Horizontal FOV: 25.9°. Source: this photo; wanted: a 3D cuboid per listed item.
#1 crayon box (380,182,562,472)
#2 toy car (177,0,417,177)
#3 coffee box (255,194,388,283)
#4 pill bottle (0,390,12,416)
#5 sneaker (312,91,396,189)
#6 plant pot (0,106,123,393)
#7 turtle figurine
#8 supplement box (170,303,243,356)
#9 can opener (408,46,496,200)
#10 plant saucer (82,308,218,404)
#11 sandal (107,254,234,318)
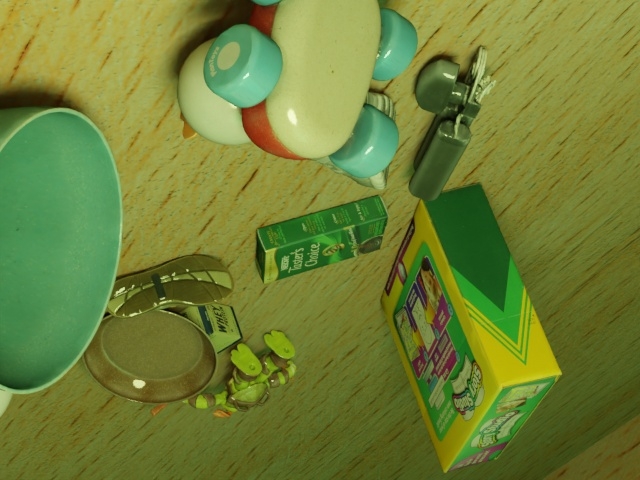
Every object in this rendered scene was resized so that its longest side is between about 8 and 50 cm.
[{"bbox_3d":[0.215,0.141,2.106,0.106,0.313,0.363,-14,156,-15],"label":"crayon box"},{"bbox_3d":[-0.065,-0.178,1.423,0.238,0.210,0.219,-3,158,42],"label":"toy car"},{"bbox_3d":[0.000,0.000,1.966,0.184,0.040,0.113,-16,156,-13],"label":"coffee box"},{"bbox_3d":[-0.519,0.169,1.669,0.408,0.229,0.229,-32,154,24],"label":"pill bottle"},{"bbox_3d":[0.016,-0.137,1.661,0.115,0.105,0.281,4,165,19],"label":"sneaker"},{"bbox_3d":[-0.361,-0.002,1.433,0.195,0.290,0.290,9,166,22],"label":"plant pot"},{"bbox_3d":[-0.136,0.241,2.310,0.269,0.087,0.217,-9,153,-26],"label":"turtle figurine"},{"bbox_3d":[-0.178,0.137,2.092,0.083,0.056,0.083,-33,154,25],"label":"supplement box"},{"bbox_3d":[0.154,-0.150,1.762,0.093,0.074,0.280,16,150,1],"label":"can opener"},{"bbox_3d":[-0.247,0.161,2.030,0.198,0.036,0.198,0,130,0],"label":"plant saucer"},{"bbox_3d":[-0.209,0.067,1.912,0.180,0.072,0.049,-13,171,-14],"label":"sandal"}]
